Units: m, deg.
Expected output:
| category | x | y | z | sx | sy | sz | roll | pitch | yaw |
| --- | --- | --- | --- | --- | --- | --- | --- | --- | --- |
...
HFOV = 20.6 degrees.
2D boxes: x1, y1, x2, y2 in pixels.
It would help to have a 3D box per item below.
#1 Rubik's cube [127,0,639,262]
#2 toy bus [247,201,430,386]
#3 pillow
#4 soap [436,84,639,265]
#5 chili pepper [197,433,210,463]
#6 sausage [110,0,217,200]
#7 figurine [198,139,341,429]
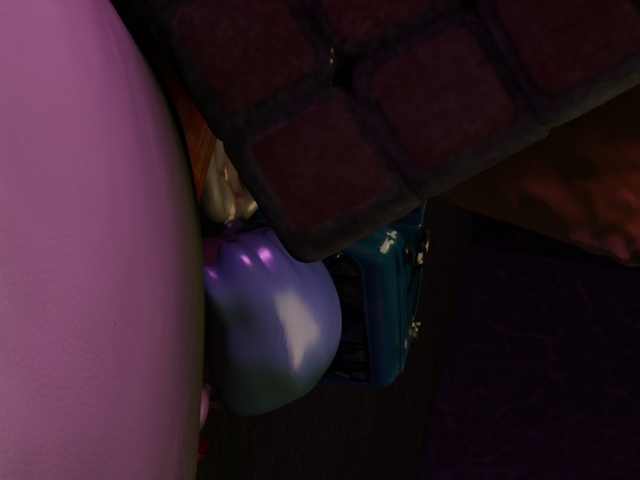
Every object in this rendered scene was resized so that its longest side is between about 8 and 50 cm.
| category | x | y | z | sx | sy | sz | roll | pitch | yaw |
| --- | --- | --- | --- | --- | --- | --- | --- | --- | --- |
| Rubik's cube | 0.048 | -0.168 | 0.597 | 0.238 | 0.237 | 0.237 | 60 | 18 | -9 |
| toy bus | 0.000 | 0.000 | 1.083 | 0.246 | 0.134 | 0.113 | 84 | 17 | -65 |
| pillow | -0.097 | 0.028 | 0.465 | 0.322 | 0.119 | 0.255 | 65 | 27 | -78 |
| soap | 0.100 | -0.168 | 1.052 | 0.427 | 0.115 | 0.306 | 31 | -56 | 54 |
| chili pepper | -0.096 | 0.104 | 0.864 | 0.050 | 0.059 | 0.268 | 59 | 1 | 15 |
| sausage | -0.066 | -0.090 | 0.746 | 0.083 | 0.083 | 0.264 | 88 | 13 | -54 |
| figurine | -0.044 | -0.036 | 0.855 | 0.205 | 0.103 | 0.260 | -14 | 103 | -83 |
